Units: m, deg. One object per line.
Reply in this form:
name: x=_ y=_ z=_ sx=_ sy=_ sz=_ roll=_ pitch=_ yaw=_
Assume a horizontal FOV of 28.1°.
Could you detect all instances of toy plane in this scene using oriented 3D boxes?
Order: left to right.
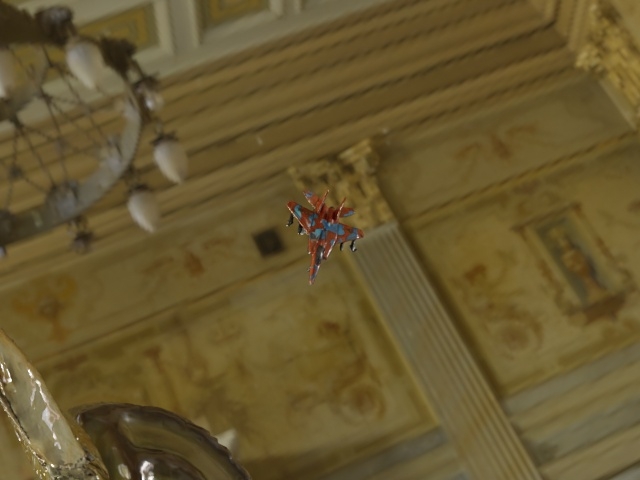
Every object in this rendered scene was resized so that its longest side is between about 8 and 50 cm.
toy plane: x=-0.001 y=0.002 z=1.934 sx=0.130 sy=0.189 sz=0.061 roll=24 pitch=-39 yaw=-10

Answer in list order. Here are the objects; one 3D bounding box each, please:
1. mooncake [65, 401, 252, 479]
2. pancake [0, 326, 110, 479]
mooncake: x=-0.251 y=0.419 z=1.674 sx=0.393 sy=0.394 sz=0.246 roll=-36 pitch=-13 yaw=-49
pancake: x=-0.327 y=0.134 z=1.332 sx=0.071 sy=0.382 sz=0.382 roll=-33 pitch=-29 yaw=-14
